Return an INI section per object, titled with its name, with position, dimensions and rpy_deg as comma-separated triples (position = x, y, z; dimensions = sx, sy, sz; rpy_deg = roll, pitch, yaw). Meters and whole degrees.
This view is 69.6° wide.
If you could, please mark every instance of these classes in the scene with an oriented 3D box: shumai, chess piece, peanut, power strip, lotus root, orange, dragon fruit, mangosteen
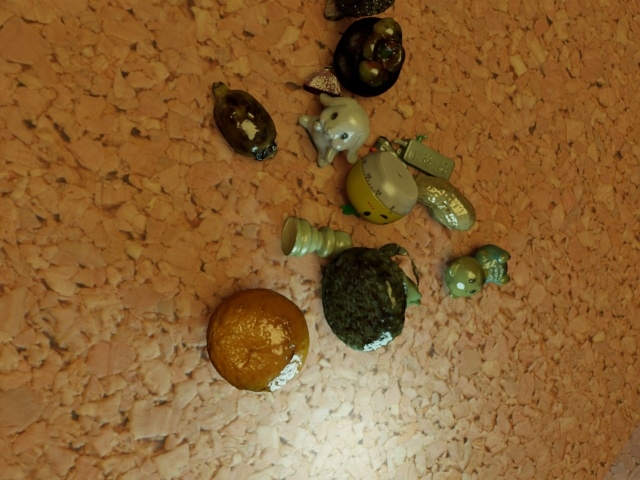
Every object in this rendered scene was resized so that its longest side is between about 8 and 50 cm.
[shumai]
position = 0.220, 0.193, 1.664
dimensions = 0.348, 0.395, 0.395
rpy_deg = -9, 97, -40
[chess piece]
position = 0.000, 0.000, 1.666
dimensions = 0.251, 0.144, 0.144
rpy_deg = 9, 91, -25
[peanut]
position = 0.480, -0.155, 1.823
dimensions = 0.325, 0.140, 0.153
rpy_deg = 32, 125, -12
[power strip]
position = 0.400, -0.325, 1.814
dimensions = 0.288, 0.053, 0.093
rpy_deg = 21, 93, -24
[lotus root]
position = -0.256, -0.393, 1.532
dimensions = 0.169, 0.141, 0.314
rpy_deg = -44, 106, -16
[orange]
position = -0.202, 0.321, 1.519
dimensions = 0.341, 0.293, 0.340
rpy_deg = 1, 96, 7
[dragon fruit]
position = 0.016, -0.567, 1.646
dimensions = 0.147, 0.102, 0.096
rpy_deg = 16, 86, -16
[mangosteen]
position = 0.178, -0.645, 1.597
dimensions = 0.233, 0.287, 0.287
rpy_deg = 42, 79, 4

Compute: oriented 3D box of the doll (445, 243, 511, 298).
[doll]
position = 0.631, 0.127, 1.882
dimensions = 0.261, 0.161, 0.177
rpy_deg = -23, 123, -19

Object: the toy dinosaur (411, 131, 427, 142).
[toy dinosaur]
position = 0.394, -0.391, 1.833
dimensions = 0.062, 0.021, 0.083
rpy_deg = -4, 111, -14

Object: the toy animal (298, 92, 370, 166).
[toy animal]
position = 0.065, -0.376, 1.598
dimensions = 0.174, 0.289, 0.249
rpy_deg = -32, 124, -17

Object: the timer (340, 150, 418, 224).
[timer]
position = 0.189, -0.165, 1.683
dimensions = 0.285, 0.285, 0.285
rpy_deg = -2, 95, -20

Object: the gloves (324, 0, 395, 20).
[gloves]
position = 0.132, -0.836, 1.564
dimensions = 0.210, 0.312, 0.135
rpy_deg = -39, 125, -23

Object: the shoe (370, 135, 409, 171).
[shoe]
position = 0.265, -0.304, 1.772
dimensions = 0.077, 0.074, 0.194
rpy_deg = -38, 103, -1
